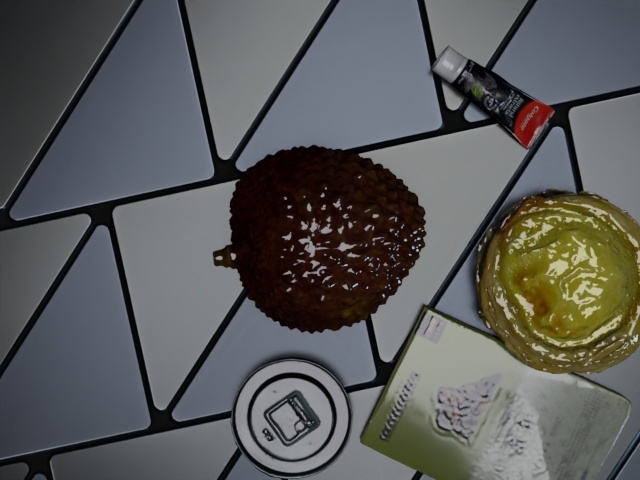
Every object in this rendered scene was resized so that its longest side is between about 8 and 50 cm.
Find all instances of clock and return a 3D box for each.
[{"bbox_3d":[-0.043,0.266,1.585,0.184,0.040,0.184,0,92,0],"label":"clock"}]

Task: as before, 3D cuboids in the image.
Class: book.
[{"bbox_3d":[0.266,0.276,1.585,0.352,0.035,0.239,25,94,-1],"label":"book"}]

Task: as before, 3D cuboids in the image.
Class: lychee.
[{"bbox_3d":[0.000,0.000,1.461,0.304,0.276,0.275,-14,92,-11],"label":"lychee"}]

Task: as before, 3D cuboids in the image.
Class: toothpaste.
[{"bbox_3d":[0.257,-0.220,1.564,0.193,0.045,0.071,35,92,-7],"label":"toothpaste"}]

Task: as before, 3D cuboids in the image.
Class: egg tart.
[{"bbox_3d":[0.362,0.061,1.549,0.279,0.095,0.279,0,89,5],"label":"egg tart"}]
